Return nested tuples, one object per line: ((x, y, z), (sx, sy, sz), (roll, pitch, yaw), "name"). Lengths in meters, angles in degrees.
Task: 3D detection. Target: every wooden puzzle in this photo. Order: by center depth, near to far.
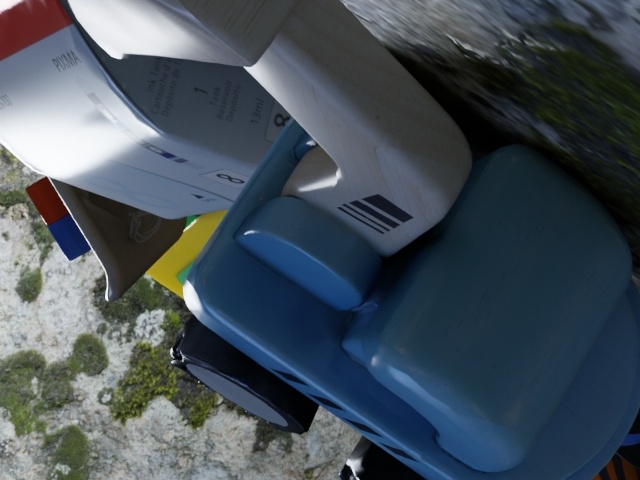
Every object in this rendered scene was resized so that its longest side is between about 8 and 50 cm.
((-0.286, -0.115, 1.743), (0.348, 0.080, 0.322), (64, -167, -8), "wooden puzzle")

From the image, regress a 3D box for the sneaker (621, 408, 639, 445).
((0.208, 0.137, 1.311), (0.232, 0.090, 0.081), (-5, -124, -25), "sneaker")

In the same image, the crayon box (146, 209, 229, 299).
((-0.011, 0.051, 1.992), (0.363, 0.106, 0.313), (36, 146, -12), "crayon box")

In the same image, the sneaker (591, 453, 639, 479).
((0.216, 0.160, 1.593), (0.321, 0.124, 0.180), (56, -175, 24), "sneaker")

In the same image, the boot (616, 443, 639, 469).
((0.359, 0.196, 1.599), (0.263, 0.091, 0.229), (42, -174, -3), "boot")

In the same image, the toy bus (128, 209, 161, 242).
((-0.210, -0.134, 1.652), (0.104, 0.202, 0.191), (32, 171, 40), "toy bus")

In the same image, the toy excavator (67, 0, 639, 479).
((0.043, -0.010, 0.861), (0.433, 0.222, 0.445), (36, 164, -9), "toy excavator")

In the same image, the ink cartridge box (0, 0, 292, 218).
((-0.217, -0.118, 1.212), (0.385, 0.091, 0.308), (18, 170, -26), "ink cartridge box")
